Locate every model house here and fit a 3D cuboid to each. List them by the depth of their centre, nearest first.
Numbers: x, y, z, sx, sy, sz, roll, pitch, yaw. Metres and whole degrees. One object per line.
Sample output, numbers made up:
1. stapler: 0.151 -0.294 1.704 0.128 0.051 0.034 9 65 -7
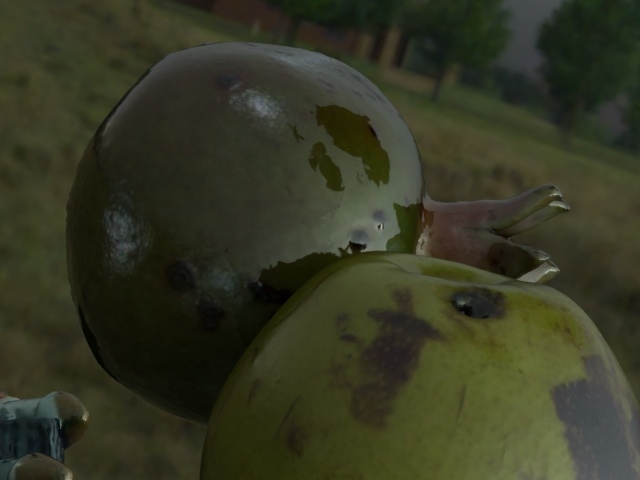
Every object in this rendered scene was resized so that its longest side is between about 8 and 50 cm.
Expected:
1. model house: -0.332 0.215 1.731 0.291 0.184 0.253 -9 -14 41

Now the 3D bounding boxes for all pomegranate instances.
1. pomegranate: -0.014 0.019 1.207 0.323 0.290 0.291 26 8 1

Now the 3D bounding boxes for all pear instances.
1. pear: 0.067 0.142 1.010 0.284 0.283 0.283 18 8 -2
